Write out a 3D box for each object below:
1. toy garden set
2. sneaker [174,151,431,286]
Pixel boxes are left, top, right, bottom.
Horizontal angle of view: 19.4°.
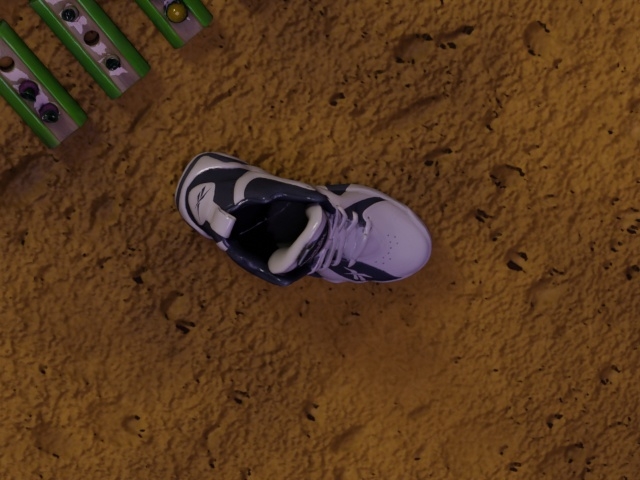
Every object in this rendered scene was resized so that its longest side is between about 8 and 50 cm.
[{"bbox_3d":[-0.188,-0.219,1.509,0.244,0.049,0.204,-39,114,1],"label":"toy garden set"},{"bbox_3d":[0.000,0.000,1.578,0.235,0.153,0.094,23,103,-21],"label":"sneaker"}]
